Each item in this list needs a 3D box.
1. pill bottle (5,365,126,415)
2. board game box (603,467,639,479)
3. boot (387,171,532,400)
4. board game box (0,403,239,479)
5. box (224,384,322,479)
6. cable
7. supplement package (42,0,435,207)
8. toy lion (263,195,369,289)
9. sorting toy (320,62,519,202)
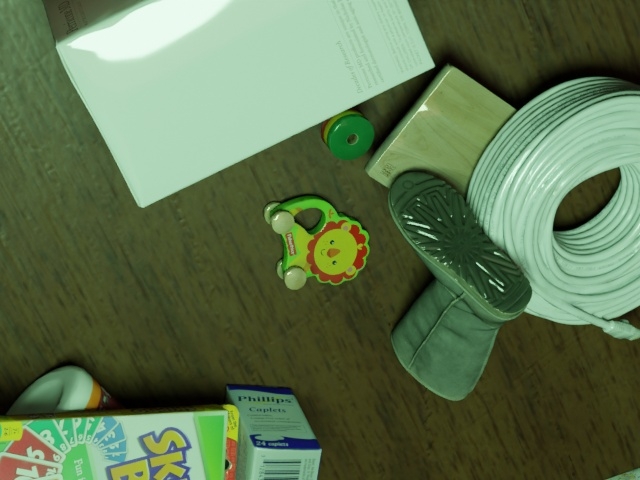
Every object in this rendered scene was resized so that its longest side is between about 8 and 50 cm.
[{"bbox_3d":[-0.208,0.236,1.920,0.121,0.121,0.221,-40,116,6],"label":"pill bottle"},{"bbox_3d":[0.309,0.316,2.126,0.154,0.026,0.103,-18,116,-5],"label":"board game box"},{"bbox_3d":[0.112,0.049,1.900,0.076,0.208,0.189,-33,78,-22],"label":"boot"},{"bbox_3d":[-0.193,0.223,1.839,0.259,0.039,0.124,-1,99,-30],"label":"board game box"},{"bbox_3d":[-0.054,0.230,1.944,0.072,0.137,0.126,2,113,-17],"label":"box"},{"bbox_3d":[0.268,-0.039,1.904,0.257,0.089,0.257,13,113,-30],"label":"cable"},{"bbox_3d":[-0.078,-0.191,1.733,0.293,0.177,0.175,-26,117,-1],"label":"supplement package"},{"bbox_3d":[0.000,0.000,1.918,0.096,0.034,0.100,-19,116,-12],"label":"toy lion"},{"bbox_3d":[0.128,-0.093,1.887,0.274,0.046,0.132,30,104,-36],"label":"sorting toy"}]
